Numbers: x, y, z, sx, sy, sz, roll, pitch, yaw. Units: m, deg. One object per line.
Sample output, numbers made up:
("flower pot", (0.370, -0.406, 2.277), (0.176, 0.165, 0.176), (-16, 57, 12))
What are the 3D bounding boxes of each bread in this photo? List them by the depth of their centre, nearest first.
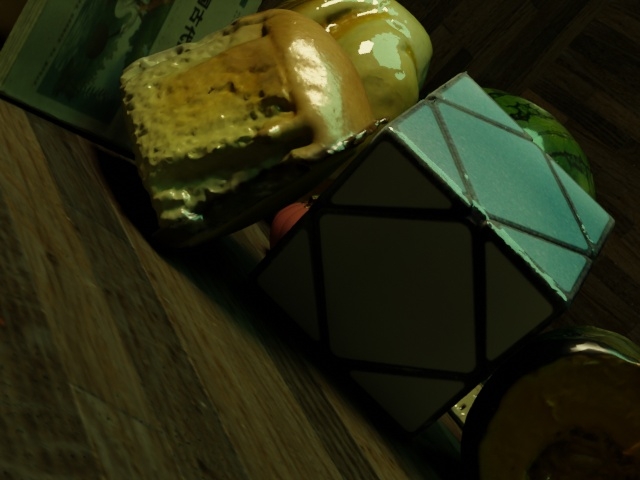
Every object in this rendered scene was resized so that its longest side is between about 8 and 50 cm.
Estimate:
("bread", (-0.054, -0.103, 0.936), (0.262, 0.204, 0.162), (-108, 178, -80))
("bread", (-0.015, -0.186, 1.386), (0.210, 0.300, 0.341), (35, 12, -16))

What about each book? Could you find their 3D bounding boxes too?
("book", (-0.151, -0.183, 0.963), (0.025, 0.215, 0.283), (30, 4, 22))

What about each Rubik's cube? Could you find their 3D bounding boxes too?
("Rubik's cube", (0.101, 0.008, 0.984), (0.205, 0.207, 0.205), (44, 33, 4))

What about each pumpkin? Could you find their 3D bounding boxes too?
("pumpkin", (0.285, 0.196, 1.002), (0.325, 0.242, 0.232), (47, 16, -1))

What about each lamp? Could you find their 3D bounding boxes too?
("lamp", (0.000, 0.000, 1.159), (0.107, 0.092, 0.107), (8, 12, -2))

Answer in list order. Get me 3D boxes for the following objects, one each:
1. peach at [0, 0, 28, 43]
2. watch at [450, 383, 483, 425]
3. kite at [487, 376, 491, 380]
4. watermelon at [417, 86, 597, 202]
("peach", (-0.231, -0.242, 0.996), (0.184, 0.184, 0.184), (42, 7, -7))
("watch", (0.112, 0.076, 1.207), (0.268, 0.102, 0.165), (48, -22, 41))
("kite", (0.199, 0.184, 1.158), (0.160, 0.010, 0.183), (-25, 105, -48))
("watermelon", (0.191, -0.037, 1.482), (0.363, 0.363, 0.363), (42, 7, -7))
